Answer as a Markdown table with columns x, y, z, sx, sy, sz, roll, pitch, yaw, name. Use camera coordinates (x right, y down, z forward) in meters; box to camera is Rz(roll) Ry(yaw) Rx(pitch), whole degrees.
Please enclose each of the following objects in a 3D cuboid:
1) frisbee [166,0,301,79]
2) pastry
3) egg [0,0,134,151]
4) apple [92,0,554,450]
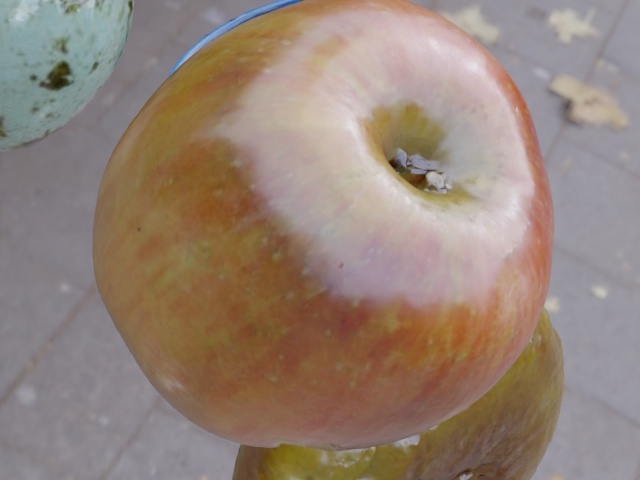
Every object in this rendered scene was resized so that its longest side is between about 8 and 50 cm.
| x | y | z | sx | sy | sz | roll | pitch | yaw | name |
| --- | --- | --- | --- | --- | --- | --- | --- | --- | --- |
| -0.039 | -0.172 | 1.913 | 0.242 | 0.045 | 0.242 | -17 | 32 | 11 | frisbee |
| 0.072 | 0.177 | 1.650 | 0.356 | 0.356 | 0.164 | -19 | 37 | -41 | pastry |
| -0.248 | -0.183 | 1.625 | 0.169 | 0.231 | 0.169 | 17 | 23 | -7 | egg |
| 0.000 | 0.000 | 1.041 | 0.242 | 0.241 | 0.242 | 13 | 60 | -24 | apple |
